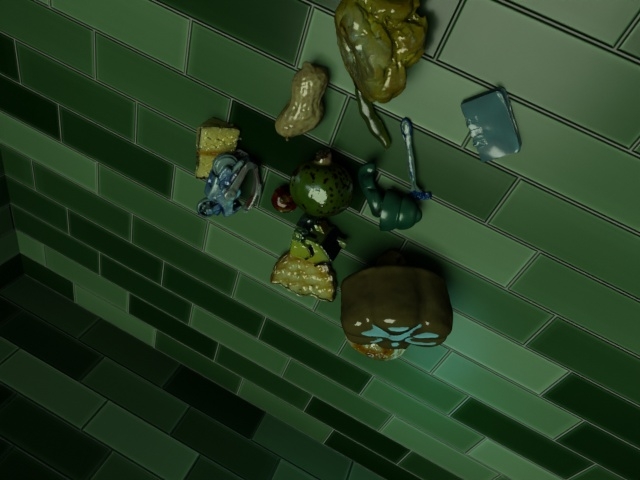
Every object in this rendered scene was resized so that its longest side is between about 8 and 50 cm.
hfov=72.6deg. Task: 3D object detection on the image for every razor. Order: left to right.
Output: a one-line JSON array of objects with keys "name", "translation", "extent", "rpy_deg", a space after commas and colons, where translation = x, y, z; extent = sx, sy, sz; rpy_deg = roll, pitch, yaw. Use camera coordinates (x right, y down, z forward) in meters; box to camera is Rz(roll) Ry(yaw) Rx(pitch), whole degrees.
[{"name": "razor", "translation": [0.335, -0.286, 1.598], "extent": [0.093, 0.056, 0.324], "rpy_deg": [-1, 121, 28]}]

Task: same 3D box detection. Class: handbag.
[{"name": "handbag", "translation": [0.561, -0.377, 1.432], "extent": [0.144, 0.057, 0.221], "rpy_deg": [-12, 117, 36]}]

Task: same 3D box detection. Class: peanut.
[{"name": "peanut", "translation": [-0.055, -0.496, 1.585], "extent": [0.159, 0.143, 0.291], "rpy_deg": [11, 129, -25]}]

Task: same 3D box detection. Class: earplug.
[{"name": "earplug", "translation": [0.261, -0.158, 1.664], "extent": [0.280, 0.164, 0.257], "rpy_deg": [19, 114, 11]}]

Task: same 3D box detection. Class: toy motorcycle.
[{"name": "toy motorcycle", "translation": [-0.373, -0.216, 1.856], "extent": [0.241, 0.182, 0.319], "rpy_deg": [21, 116, -16]}]

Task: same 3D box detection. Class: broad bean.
[{"name": "broad bean", "translation": [0.174, -0.455, 1.563], "extent": [0.060, 0.043, 0.297], "rpy_deg": [-20, 111, 24]}]

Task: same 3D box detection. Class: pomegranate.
[{"name": "pomegranate", "translation": [0.005, -0.217, 1.690], "extent": [0.254, 0.254, 0.270], "rpy_deg": [8, 116, 20]}]

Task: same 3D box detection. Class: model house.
[{"name": "model house", "translation": [0.000, 0.000, 1.832], "extent": [0.211, 0.194, 0.170], "rpy_deg": [22, 124, 9]}]

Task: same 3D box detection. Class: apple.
[{"name": "apple", "translation": [0.300, 0.106, 1.838], "extent": [0.102, 0.126, 0.126], "rpy_deg": [-9, 121, 56]}]

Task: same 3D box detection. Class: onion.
[{"name": "onion", "translation": [-0.156, -0.173, 1.866], "extent": [0.118, 0.118, 0.117], "rpy_deg": [-23, 88, 35]}]

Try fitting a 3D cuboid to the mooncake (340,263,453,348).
[{"name": "mooncake", "translation": [0.301, 0.291, 1.788], "extent": [0.467, 0.262, 0.467], "rpy_deg": [1, 153, 1]}]

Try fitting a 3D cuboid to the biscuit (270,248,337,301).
[{"name": "biscuit", "translation": [-0.068, 0.186, 2.101], "extent": [0.335, 0.078, 0.329], "rpy_deg": [44, 126, -9]}]

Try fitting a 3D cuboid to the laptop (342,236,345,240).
[{"name": "laptop", "translation": [-0.003, -0.009, 1.967], "extent": [0.207, 0.026, 0.154], "rpy_deg": [30, 128, 2]}]

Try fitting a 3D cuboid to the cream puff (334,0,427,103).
[{"name": "cream puff", "translation": [0.199, -0.607, 1.332], "extent": [0.257, 0.291, 0.324], "rpy_deg": [-26, 95, 5]}]

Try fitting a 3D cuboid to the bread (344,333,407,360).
[{"name": "bread", "translation": [0.274, 0.470, 2.072], "extent": [0.314, 0.171, 0.192], "rpy_deg": [8, 128, 21]}]

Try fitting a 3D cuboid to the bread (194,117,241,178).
[{"name": "bread", "translation": [-0.460, -0.387, 1.870], "extent": [0.142, 0.178, 0.266], "rpy_deg": [46, 134, 33]}]
